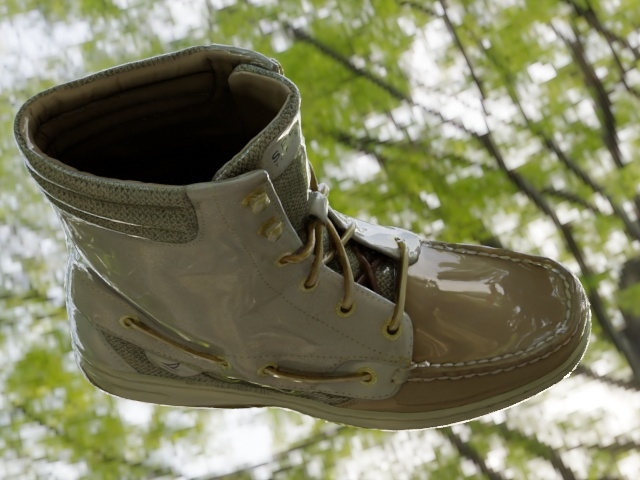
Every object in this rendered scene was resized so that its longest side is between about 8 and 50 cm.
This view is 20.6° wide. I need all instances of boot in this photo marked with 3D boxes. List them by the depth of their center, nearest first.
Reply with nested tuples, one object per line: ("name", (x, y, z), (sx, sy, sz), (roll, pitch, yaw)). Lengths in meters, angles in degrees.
("boot", (0.000, 0.000, 0.665), (0.213, 0.077, 0.165), (1, -34, 4))
